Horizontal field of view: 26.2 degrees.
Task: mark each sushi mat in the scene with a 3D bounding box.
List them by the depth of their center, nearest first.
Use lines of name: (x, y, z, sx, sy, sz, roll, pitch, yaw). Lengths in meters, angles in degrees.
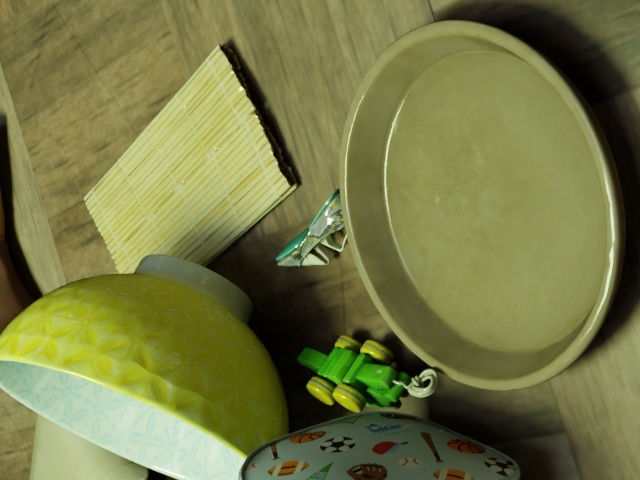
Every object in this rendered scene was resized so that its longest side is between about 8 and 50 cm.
sushi mat: (-0.134, -0.047, 1.333, 0.316, 0.019, 0.151, -39, 70, 48)

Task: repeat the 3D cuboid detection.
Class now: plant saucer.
plant saucer: (0.119, -0.026, 1.025, 0.278, 0.041, 0.277, 19, 116, 45)

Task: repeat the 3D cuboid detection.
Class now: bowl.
bowl: (-0.142, 0.107, 1.260, 0.289, 0.289, 0.156, -3, 56, 50)

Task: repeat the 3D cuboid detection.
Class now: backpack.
backpack: (0.029, 0.253, 1.060, 0.263, 0.277, 0.213, 6, 101, 56)

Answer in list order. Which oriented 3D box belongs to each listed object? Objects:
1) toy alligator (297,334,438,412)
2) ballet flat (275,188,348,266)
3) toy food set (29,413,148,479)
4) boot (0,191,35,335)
toy alligator: (0.047, 0.120, 1.144, 0.051, 0.056, 0.190, 44, 159, -29)
ballet flat: (0.000, 0.000, 1.178, 0.114, 0.041, 0.041, -47, 66, 47)
toy food set: (-0.252, 0.316, 1.536, 0.220, 0.092, 0.306, 51, 136, 50)
boot: (-0.369, 0.004, 1.601, 0.264, 0.096, 0.280, 9, 101, 56)
